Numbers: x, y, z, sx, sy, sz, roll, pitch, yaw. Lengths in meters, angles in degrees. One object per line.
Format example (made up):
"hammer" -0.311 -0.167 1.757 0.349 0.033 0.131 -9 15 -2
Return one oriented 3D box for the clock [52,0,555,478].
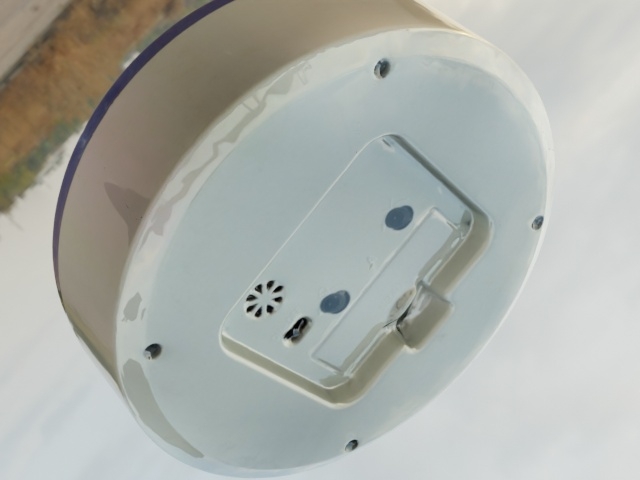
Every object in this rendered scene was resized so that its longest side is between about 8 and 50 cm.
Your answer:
"clock" 0.000 0.000 0.472 0.230 0.230 0.083 -45 -132 -1
